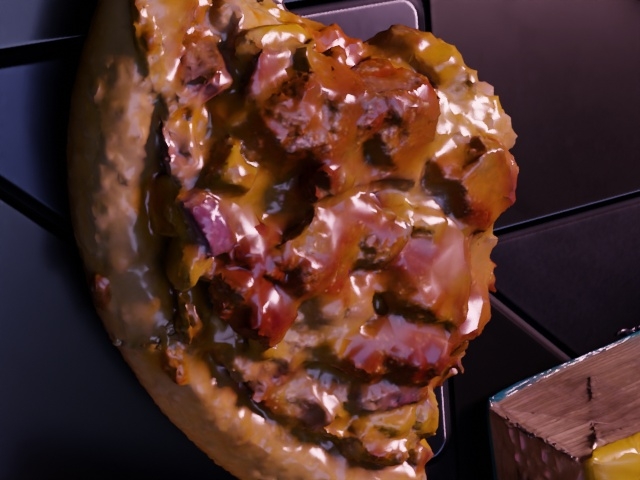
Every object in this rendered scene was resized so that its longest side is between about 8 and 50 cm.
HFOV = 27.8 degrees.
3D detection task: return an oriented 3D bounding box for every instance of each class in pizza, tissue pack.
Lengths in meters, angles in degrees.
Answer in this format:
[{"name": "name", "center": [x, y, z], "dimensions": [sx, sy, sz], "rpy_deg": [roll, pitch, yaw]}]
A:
[{"name": "pizza", "center": [0.000, 0.000, 0.765], "dimensions": [0.278, 0.114, 0.408], "rpy_deg": [-25, 117, -17]}, {"name": "tissue pack", "center": [0.237, 0.221, 0.940], "dimensions": [0.192, 0.134, 0.270], "rpy_deg": [-19, 112, -26]}]
